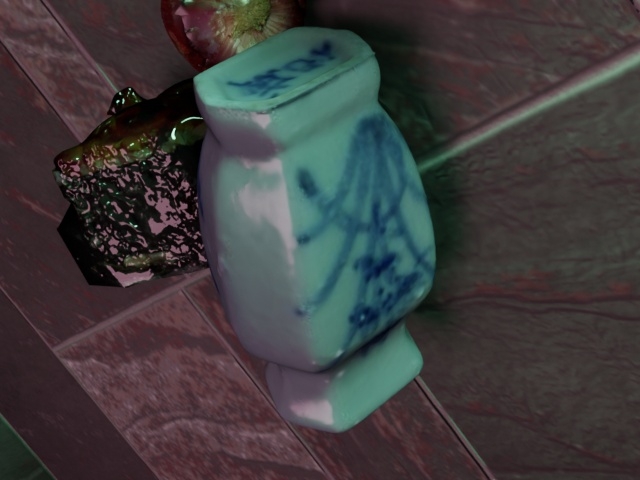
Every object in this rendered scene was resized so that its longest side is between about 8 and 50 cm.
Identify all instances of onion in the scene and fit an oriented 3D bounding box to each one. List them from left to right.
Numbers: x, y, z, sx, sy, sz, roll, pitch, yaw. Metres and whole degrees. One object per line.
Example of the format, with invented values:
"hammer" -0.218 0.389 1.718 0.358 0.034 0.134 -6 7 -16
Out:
"onion" -0.094 -0.241 0.903 0.140 0.150 0.150 44 157 59

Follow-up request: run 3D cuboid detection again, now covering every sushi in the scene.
"sushi" -0.181 -0.077 1.048 0.227 0.215 0.212 -1 123 46

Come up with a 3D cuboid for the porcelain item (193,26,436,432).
"porcelain item" 0.000 0.000 0.916 0.178 0.242 0.405 32 144 42
